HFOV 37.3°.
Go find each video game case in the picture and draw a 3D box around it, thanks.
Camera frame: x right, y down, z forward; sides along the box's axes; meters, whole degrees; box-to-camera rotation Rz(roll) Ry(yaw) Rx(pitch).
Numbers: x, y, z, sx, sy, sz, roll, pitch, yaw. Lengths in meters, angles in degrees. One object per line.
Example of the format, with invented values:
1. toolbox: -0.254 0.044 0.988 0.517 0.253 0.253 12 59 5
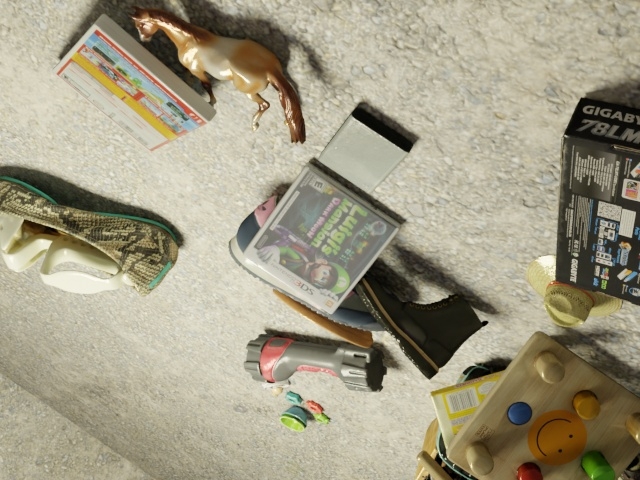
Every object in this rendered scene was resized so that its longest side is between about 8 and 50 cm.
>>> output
1. video game case: 0.000 0.000 1.463 0.173 0.022 0.190 34 114 -8
2. video game case: -0.286 -0.225 1.418 0.204 0.025 0.285 40 160 -19

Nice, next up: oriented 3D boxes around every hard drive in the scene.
1. hard drive: 0.061 -0.124 1.322 0.094 0.022 0.135 33 151 -5

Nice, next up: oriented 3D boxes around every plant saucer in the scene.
1. plant saucer: 0.011 0.122 1.660 0.200 0.037 0.200 30 -176 -2

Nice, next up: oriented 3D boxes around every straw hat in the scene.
1. straw hat: 0.355 0.089 1.358 0.144 0.061 0.144 22 151 13

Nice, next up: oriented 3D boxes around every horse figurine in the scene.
1. horse figurine: -0.123 -0.225 1.282 0.263 0.066 0.174 26 154 18

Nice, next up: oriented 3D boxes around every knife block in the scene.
1. knife block: 0.233 0.444 1.814 0.088 0.242 0.275 29 157 4

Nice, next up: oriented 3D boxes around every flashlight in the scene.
1. flashlight: -0.011 0.252 1.902 0.304 0.103 0.103 5 169 35

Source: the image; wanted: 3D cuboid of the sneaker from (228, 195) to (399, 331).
1. sneaker: 0.015 0.041 1.548 0.319 0.112 0.131 26 123 -15

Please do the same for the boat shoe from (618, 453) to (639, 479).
1. boat shoe: 0.546 0.396 1.675 0.152 0.056 0.049 42 154 -20

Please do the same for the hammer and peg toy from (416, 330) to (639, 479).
1. hammer and peg toy: 0.334 0.349 1.506 0.266 0.361 0.127 35 -171 -7

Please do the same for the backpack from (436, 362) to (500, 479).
1. backpack: 0.290 0.329 1.661 0.166 0.188 0.144 26 168 3

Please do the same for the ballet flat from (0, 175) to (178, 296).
1. ballet flat: -0.511 0.002 1.865 0.483 0.182 0.164 16 149 23

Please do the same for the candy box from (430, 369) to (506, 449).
1. candy box: 0.294 0.272 1.570 0.206 0.027 0.105 -16 104 3

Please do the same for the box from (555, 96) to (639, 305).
1. box: 0.430 -0.015 1.115 0.293 0.073 0.295 15 148 22

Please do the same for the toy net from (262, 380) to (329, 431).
1. toy net: -0.075 0.370 2.194 0.122 0.045 0.232 4 142 39

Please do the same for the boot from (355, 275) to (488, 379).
1. boot: 0.160 0.105 1.521 0.198 0.137 0.077 51 176 -11
